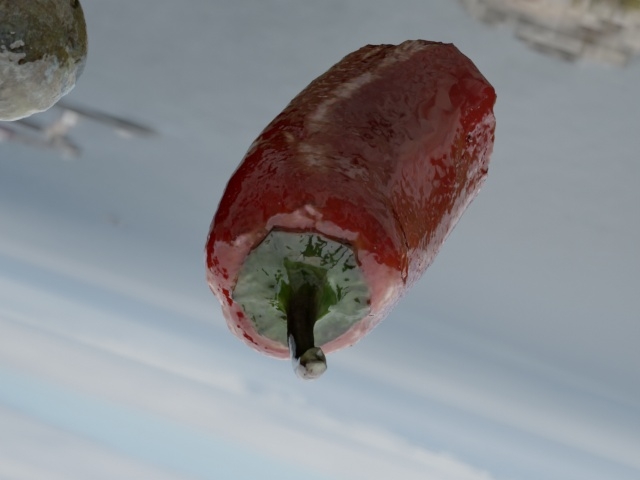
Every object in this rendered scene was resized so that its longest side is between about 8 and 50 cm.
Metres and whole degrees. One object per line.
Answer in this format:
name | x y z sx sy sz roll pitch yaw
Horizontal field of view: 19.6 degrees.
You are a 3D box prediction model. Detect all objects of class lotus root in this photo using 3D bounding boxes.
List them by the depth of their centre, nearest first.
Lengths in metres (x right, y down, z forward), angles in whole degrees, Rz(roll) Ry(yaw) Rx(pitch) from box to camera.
lotus root | -0.290 -0.219 1.326 0.322 0.140 0.158 51 160 -27

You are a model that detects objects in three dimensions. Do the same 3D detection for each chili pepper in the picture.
chili pepper | -0.003 0.003 1.122 0.131 0.134 0.338 18 -141 13
